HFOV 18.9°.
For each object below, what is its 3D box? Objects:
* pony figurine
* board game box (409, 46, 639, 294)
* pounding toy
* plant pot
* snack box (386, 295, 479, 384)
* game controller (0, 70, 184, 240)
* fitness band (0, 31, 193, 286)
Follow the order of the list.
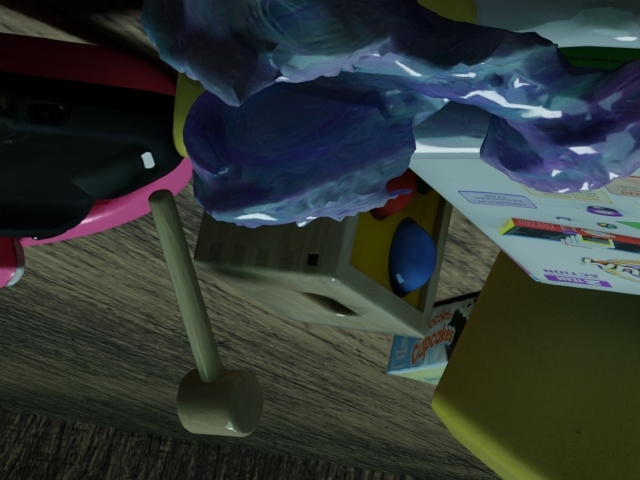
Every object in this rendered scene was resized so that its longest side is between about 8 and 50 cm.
[{"bbox_3d":[0.143,-0.057,0.505,0.363,0.303,0.351,8,-160,4],"label":"pony figurine"},{"bbox_3d":[0.181,-0.033,0.959,0.242,0.064,0.316,7,168,24],"label":"board game box"},{"bbox_3d":[-0.005,0.003,0.969,0.094,0.206,0.181,6,167,26],"label":"pounding toy"},{"bbox_3d":[0.190,0.089,1.239,0.187,0.212,0.212,24,172,15],"label":"plant pot"},{"bbox_3d":[0.198,0.095,1.569,0.187,0.060,0.322,16,168,-17],"label":"snack box"},{"bbox_3d":[-0.214,-0.050,0.902,0.319,0.067,0.166,3,158,-44],"label":"game controller"},{"bbox_3d":[-0.210,-0.042,1.087,0.291,0.054,0.209,3,151,-34],"label":"fitness band"}]
